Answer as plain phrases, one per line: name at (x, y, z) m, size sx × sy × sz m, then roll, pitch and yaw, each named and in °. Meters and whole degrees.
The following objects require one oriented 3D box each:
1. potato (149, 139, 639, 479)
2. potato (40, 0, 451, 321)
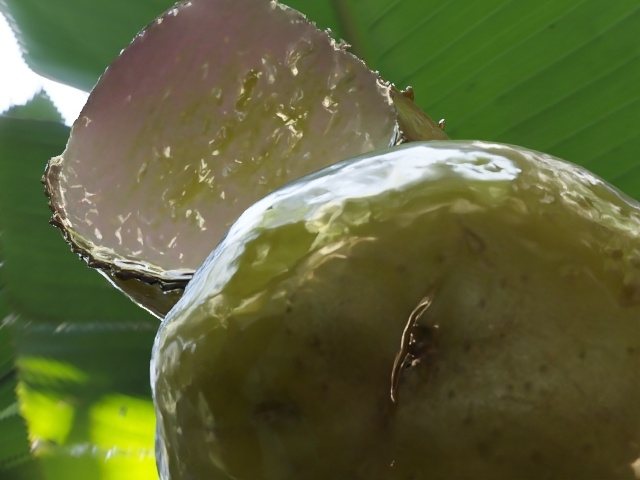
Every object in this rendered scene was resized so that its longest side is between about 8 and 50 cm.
potato at (0.049, 0.051, 0.509) m, size 0.200 × 0.137 × 0.154 m, roll 14°, pitch -119°, yaw 3°
potato at (0.000, 0.000, 1.024) m, size 0.229 × 0.266 × 0.229 m, roll -14°, pitch -126°, yaw 21°
